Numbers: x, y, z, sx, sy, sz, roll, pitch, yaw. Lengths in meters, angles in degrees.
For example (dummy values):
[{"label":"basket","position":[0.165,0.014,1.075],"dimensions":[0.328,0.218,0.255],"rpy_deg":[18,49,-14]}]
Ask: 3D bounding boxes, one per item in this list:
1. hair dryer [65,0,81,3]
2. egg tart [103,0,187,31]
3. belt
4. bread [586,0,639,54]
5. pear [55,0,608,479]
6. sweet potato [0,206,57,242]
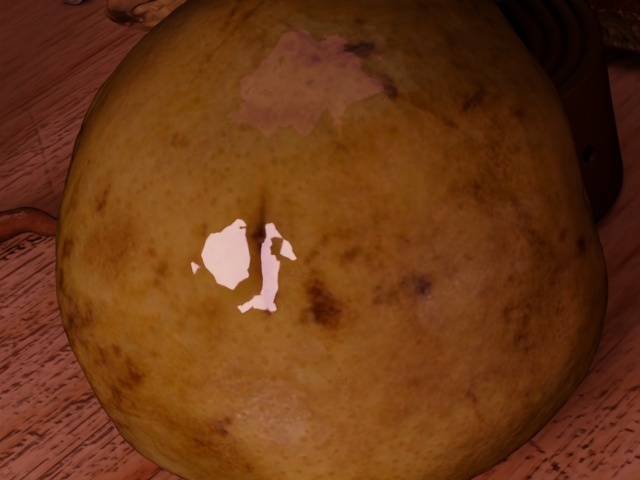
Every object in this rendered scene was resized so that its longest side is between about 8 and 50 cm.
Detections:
[{"label":"hair dryer","position":[-0.165,-0.294,1.485],"dimensions":[0.183,0.044,0.155],"rpy_deg":[11,43,30]},{"label":"egg tart","position":[-0.005,-0.169,0.935],"dimensions":[0.291,0.107,0.291],"rpy_deg":[-15,7,2]},{"label":"belt","position":[0.087,-0.119,1.042],"dimensions":[0.217,0.122,0.338],"rpy_deg":[-23,33,-8]},{"label":"bread","position":[0.255,-0.193,1.147],"dimensions":[0.154,0.054,0.136],"rpy_deg":[17,45,31]},{"label":"pear","position":[0.000,0.000,0.753],"dimensions":[0.304,0.304,0.304],"rpy_deg":[-11,33,7]},{"label":"sweet potato","position":[-0.284,0.004,1.086],"dimensions":[0.179,0.044,0.044],"rpy_deg":[-14,33,4]}]
